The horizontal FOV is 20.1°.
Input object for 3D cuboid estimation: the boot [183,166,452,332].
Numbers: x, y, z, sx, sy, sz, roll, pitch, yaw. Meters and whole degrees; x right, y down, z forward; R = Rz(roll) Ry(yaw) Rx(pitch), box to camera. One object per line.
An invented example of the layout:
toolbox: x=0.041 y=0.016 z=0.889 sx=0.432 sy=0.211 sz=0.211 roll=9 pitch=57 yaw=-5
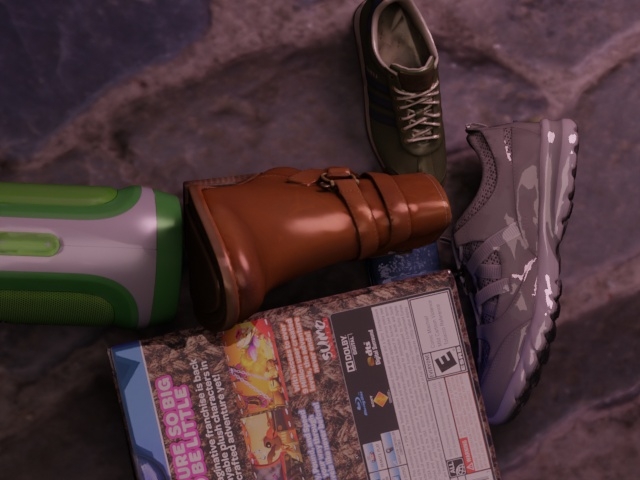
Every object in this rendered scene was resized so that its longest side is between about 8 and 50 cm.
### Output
boot: x=0.000 y=0.000 z=1.487 sx=0.220 sy=0.283 sz=0.109 roll=-3 pitch=99 yaw=-5

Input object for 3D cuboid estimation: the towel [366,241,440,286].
towel: x=0.079 y=0.044 z=1.623 sx=0.067 sy=0.029 sz=0.119 roll=-9 pitch=85 yaw=-13

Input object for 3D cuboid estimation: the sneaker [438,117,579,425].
sneaker: x=0.160 y=0.025 z=1.624 sx=0.115 sy=0.105 sz=0.281 roll=8 pitch=79 yaw=10

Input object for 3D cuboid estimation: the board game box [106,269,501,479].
board game box: x=-0.012 y=0.171 z=1.513 sx=0.291 sy=0.141 sz=0.232 roll=-12 pitch=86 yaw=-6

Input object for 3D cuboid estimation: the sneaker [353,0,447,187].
sneaker: x=0.076 y=-0.134 z=1.614 sx=0.064 sy=0.086 sz=0.192 roll=-13 pitch=86 yaw=-13

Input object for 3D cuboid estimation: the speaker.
speaker: x=-0.268 y=0.010 z=1.501 sx=0.296 sy=0.131 sz=0.131 roll=2 pitch=83 yaw=-12
